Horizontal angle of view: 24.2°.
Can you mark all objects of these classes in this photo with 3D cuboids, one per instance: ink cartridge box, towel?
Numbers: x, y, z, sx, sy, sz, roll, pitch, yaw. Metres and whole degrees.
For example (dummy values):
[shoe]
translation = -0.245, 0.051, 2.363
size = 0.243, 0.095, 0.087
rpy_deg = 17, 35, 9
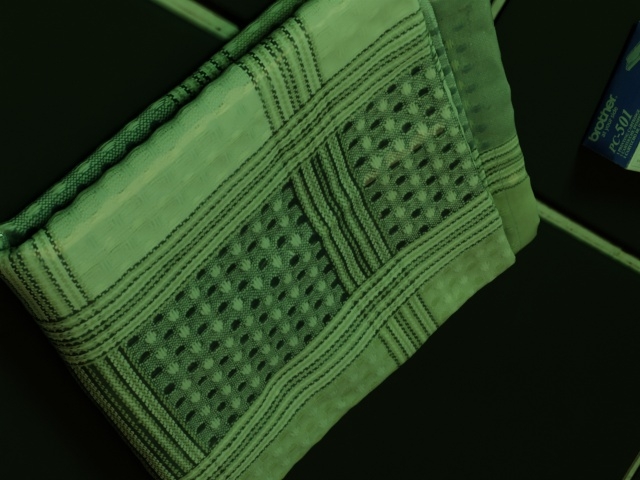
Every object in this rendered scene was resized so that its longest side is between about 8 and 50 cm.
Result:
[ink cartridge box]
translation = 0.285, -0.094, 1.098
size = 0.207, 0.046, 0.097
rpy_deg = 6, 113, -46
[towel]
translation = 0.000, 0.000, 0.878
size = 0.324, 0.056, 0.312
rpy_deg = -43, 138, -15
